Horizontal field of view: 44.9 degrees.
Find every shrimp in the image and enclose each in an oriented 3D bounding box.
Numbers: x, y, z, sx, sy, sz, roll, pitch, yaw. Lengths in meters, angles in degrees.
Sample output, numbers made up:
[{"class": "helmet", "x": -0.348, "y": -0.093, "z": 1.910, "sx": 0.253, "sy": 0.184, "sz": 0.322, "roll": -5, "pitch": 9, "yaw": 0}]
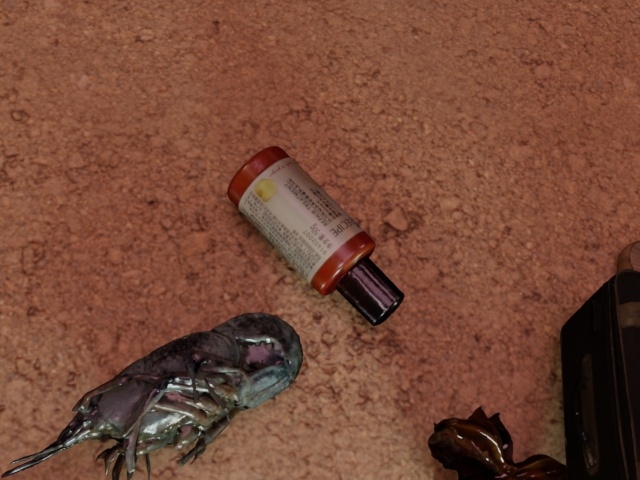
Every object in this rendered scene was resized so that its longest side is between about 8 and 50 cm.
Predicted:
[{"class": "shrimp", "x": -0.170, "y": 0.186, "z": 0.889, "sx": 0.372, "sy": 0.172, "sz": 0.137, "roll": -33, "pitch": 79, "yaw": -32}]

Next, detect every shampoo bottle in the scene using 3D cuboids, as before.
[{"class": "shampoo bottle", "x": 0.000, "y": 0.000, "z": 1.055, "sx": 0.104, "sy": 0.104, "sz": 0.278, "roll": -38, "pitch": 77, "yaw": -26}]

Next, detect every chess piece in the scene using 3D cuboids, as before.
[{"class": "chess piece", "x": 0.494, "y": 0.040, "z": 1.175, "sx": 0.083, "sy": 0.038, "sz": 0.084, "roll": 5, "pitch": 64, "yaw": -11}]

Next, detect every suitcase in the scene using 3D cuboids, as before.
[{"class": "suitcase", "x": 0.436, "y": 0.244, "z": 0.929, "sx": 0.283, "sy": 0.194, "sz": 0.434, "roll": 18, "pitch": 48, "yaw": -6}]

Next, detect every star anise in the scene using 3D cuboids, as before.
[{"class": "star anise", "x": 0.201, "y": 0.294, "z": 0.936, "sx": 0.220, "sy": 0.126, "sz": 0.190, "roll": 42, "pitch": 60, "yaw": -16}]
